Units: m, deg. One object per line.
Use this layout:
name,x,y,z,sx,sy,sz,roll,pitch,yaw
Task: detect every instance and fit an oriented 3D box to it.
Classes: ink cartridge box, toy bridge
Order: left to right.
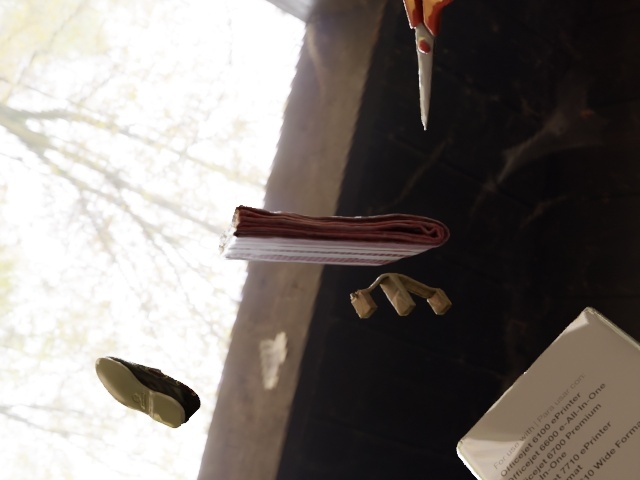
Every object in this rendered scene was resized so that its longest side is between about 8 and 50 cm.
toy bridge,0.108,0.076,1.522,0.026,0.188,0.063,-50,-124,31
ink cartridge box,0.241,0.198,0.573,0.129,0.223,0.307,-48,-151,4

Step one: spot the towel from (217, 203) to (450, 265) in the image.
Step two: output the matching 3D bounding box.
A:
towel,0.000,0.000,1.303,0.329,0.237,0.037,148,-55,-80

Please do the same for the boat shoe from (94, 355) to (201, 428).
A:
boat shoe,-0.193,0.164,1.195,0.133,0.042,0.049,24,-59,23

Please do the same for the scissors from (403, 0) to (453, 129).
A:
scissors,0.123,-0.226,1.187,0.109,0.297,0.021,17,-128,36
